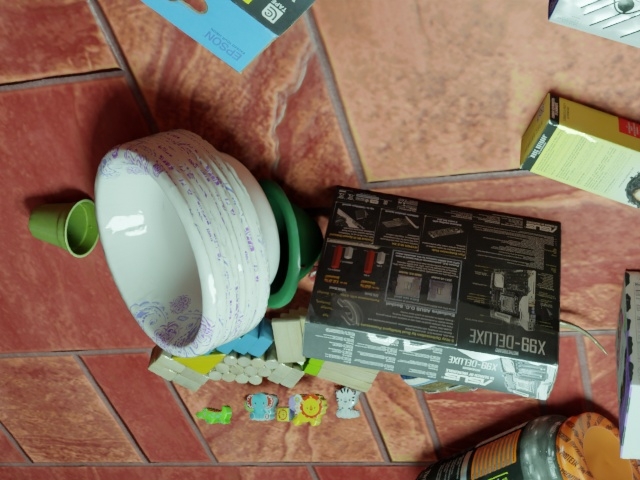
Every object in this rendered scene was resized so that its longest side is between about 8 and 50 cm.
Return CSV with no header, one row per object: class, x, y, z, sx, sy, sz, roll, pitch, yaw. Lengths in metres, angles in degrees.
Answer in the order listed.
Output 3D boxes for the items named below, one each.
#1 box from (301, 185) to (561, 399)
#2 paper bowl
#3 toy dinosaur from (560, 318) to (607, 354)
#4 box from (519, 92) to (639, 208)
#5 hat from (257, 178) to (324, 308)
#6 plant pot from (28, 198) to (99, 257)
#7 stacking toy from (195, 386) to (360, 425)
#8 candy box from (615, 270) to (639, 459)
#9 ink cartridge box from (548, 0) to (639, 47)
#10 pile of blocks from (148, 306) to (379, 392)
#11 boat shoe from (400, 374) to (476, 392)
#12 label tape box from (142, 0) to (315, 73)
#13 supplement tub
box,0.147,0.060,1.337,0.307,0.242,0.076,9,137,4
paper bowl,-0.162,-0.005,1.359,0.284,0.148,0.284,33,135,41
toy dinosaur,0.293,0.110,1.498,0.212,0.064,0.112,1,154,26
box,0.361,-0.094,1.256,0.232,0.058,0.087,18,137,-4
hat,0.000,0.000,1.449,0.184,0.173,0.208,-6,168,-28
plant pot,-0.370,-0.023,1.507,0.079,0.083,0.083,9,138,22
stacking toy,-0.061,0.262,1.680,0.221,0.052,0.167,-4,174,25
candy box,0.436,0.166,1.407,0.070,0.196,0.165,2,136,11
ink cartridge box,0.353,-0.250,1.104,0.207,0.046,0.097,16,138,-3
pile of blocks,-0.073,0.136,1.576,0.362,0.112,0.149,-1,130,3
boat shoe,0.212,0.193,1.596,0.183,0.066,0.066,-13,136,39
label tape box,-0.066,-0.357,1.053,0.241,0.106,0.334,35,134,-21
supplement tub,0.322,0.406,1.680,0.207,0.207,0.338,36,133,-22
